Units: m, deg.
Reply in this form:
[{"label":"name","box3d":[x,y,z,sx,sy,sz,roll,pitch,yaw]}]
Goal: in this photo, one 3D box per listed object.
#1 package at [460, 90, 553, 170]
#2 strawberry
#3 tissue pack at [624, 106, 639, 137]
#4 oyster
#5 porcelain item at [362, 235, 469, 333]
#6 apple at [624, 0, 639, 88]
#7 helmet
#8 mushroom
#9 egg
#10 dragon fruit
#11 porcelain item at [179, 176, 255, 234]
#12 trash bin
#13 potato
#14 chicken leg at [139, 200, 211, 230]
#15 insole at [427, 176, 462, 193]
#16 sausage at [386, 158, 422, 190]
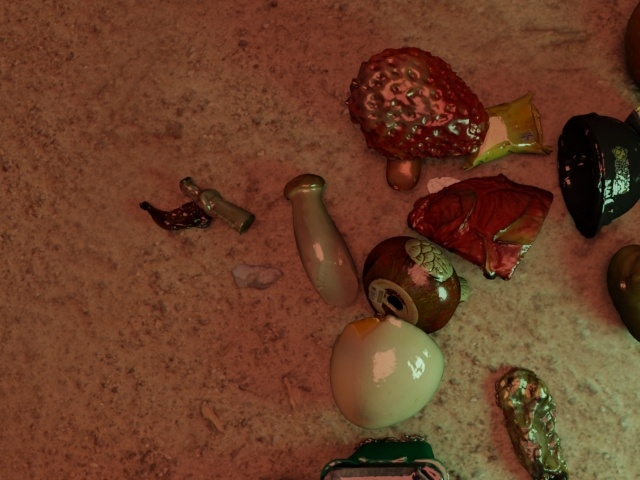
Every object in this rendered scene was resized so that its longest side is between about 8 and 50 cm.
[{"label":"package","box3d":[0.433,-0.262,1.595,0.226,0.090,0.168,-14,84,8]},{"label":"strawberry","box3d":[0.229,-0.313,1.521,0.336,0.149,0.265,23,89,10]},{"label":"tissue pack","box3d":[0.774,-0.189,1.490,0.073,0.173,0.236,-26,82,13]},{"label":"oyster","box3d":[0.512,0.465,1.538,0.128,0.078,0.345,-17,80,0]},{"label":"porcelain item","box3d":[0.230,0.089,1.562,0.253,0.253,0.253,-1,85,10]},{"label":"apple","box3d":[0.836,-0.442,1.461,0.309,0.250,0.277,45,93,8]},{"label":"helmet","box3d":[0.648,-0.154,1.489,0.160,0.230,0.279,-12,96,-1]},{"label":"mushroom","box3d":[0.000,0.000,1.637,0.128,0.128,0.350,-19,78,8]},{"label":"egg","box3d":[0.141,0.316,1.495,0.264,0.174,0.286,31,125,-2]},{"label":"dragon fruit","box3d":[0.355,-0.009,1.557,0.330,0.302,0.240,11,120,23]},{"label":"porcelain item","box3d":[-0.276,-0.094,1.715,0.213,0.084,0.054,31,118,11]},{"label":"trash bin","box3d":[0.137,0.572,1.432,0.295,0.381,0.259,-5,84,10]},{"label":"potato","box3d":[0.733,0.128,1.464,0.148,0.197,0.228,-20,110,0]},{"label":"chicken leg","box3d":[-0.387,-0.064,1.744,0.205,0.053,0.093,3,63,3]},{"label":"insole","box3d":[0.360,-0.117,1.639,0.193,0.006,0.065,13,88,10]},{"label":"sausage","box3d":[0.210,-0.271,1.640,0.089,0.083,0.300,1,88,9]}]
